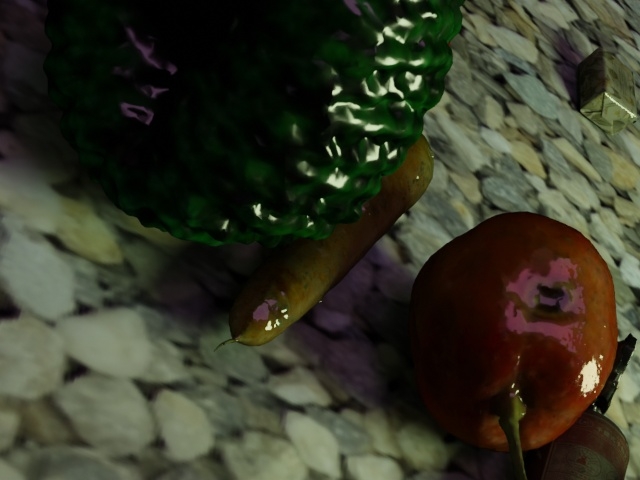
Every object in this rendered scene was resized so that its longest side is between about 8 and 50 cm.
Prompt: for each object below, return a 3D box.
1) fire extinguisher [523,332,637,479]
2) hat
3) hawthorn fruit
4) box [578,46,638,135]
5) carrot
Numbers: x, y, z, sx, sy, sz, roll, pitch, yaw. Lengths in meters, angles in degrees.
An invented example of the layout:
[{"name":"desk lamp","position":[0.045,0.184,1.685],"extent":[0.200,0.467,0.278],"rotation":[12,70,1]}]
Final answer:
[{"name":"fire extinguisher","position":[0.199,0.167,0.747],"extent":[0.075,0.106,0.252],"rotation":[43,40,-2]},{"name":"hat","position":[0.001,-0.130,0.691],"extent":[0.242,0.274,0.332],"rotation":[58,23,12]},{"name":"hawthorn fruit","position":[0.133,0.102,0.680],"extent":[0.165,0.165,0.285],"rotation":[36,30,-18]},{"name":"box","position":[0.341,-0.177,1.204],"extent":[0.062,0.045,0.098],"rotation":[31,44,-22]},{"name":"carrot","position":[0.000,0.000,0.721],"extent":[0.078,0.078,0.298],"rotation":[47,42,-5]}]
